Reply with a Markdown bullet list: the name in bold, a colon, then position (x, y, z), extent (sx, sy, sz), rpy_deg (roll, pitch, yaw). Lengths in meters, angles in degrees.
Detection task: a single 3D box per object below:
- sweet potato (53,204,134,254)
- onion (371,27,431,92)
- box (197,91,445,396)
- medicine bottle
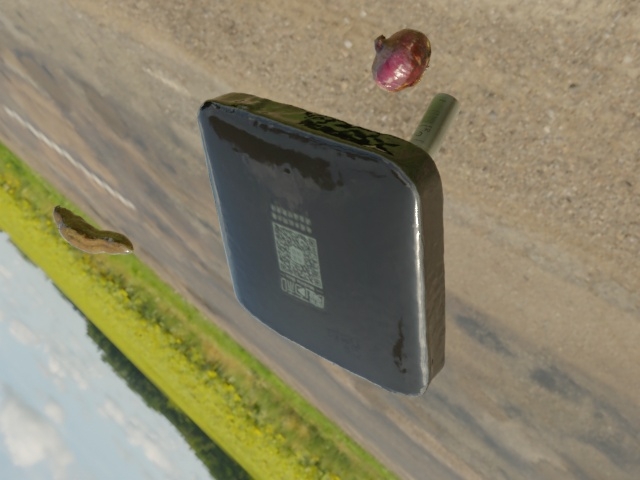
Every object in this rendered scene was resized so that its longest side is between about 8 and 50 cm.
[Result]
- **sweet potato**: position (-0.395, -0.004, 1.368), extent (0.182, 0.054, 0.053), rpy_deg (21, 154, 22)
- **onion**: position (0.124, -0.285, 1.236), extent (0.097, 0.107, 0.107), rpy_deg (37, 166, -6)
- **box**: position (0.000, 0.000, 0.818), extent (0.290, 0.073, 0.288), rpy_deg (22, 134, 37)
- **medicine bottle**: position (0.188, -0.174, 1.414), extent (0.058, 0.199, 0.057), rpy_deg (26, 159, 11)
